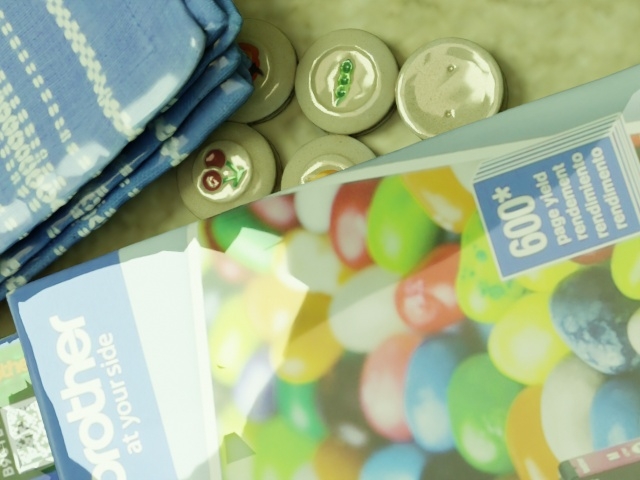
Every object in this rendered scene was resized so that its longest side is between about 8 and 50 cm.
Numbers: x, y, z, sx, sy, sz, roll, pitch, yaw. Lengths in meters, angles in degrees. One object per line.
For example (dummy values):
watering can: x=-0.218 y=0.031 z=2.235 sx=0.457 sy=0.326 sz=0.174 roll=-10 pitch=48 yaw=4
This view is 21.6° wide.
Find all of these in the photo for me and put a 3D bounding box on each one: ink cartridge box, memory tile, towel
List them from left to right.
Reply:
towel: x=-0.210 y=-0.048 z=0.606 sx=0.336 sy=0.040 sz=0.243 roll=-38 pitch=70 yaw=8
memory tile: x=0.000 y=0.000 z=0.566 sx=0.113 sy=0.012 sz=0.148 roll=9 pitch=85 yaw=16
ink cartridge box: x=0.030 y=0.070 z=0.513 sx=0.311 sy=0.065 sz=0.185 roll=-20 pitch=79 yaw=13
